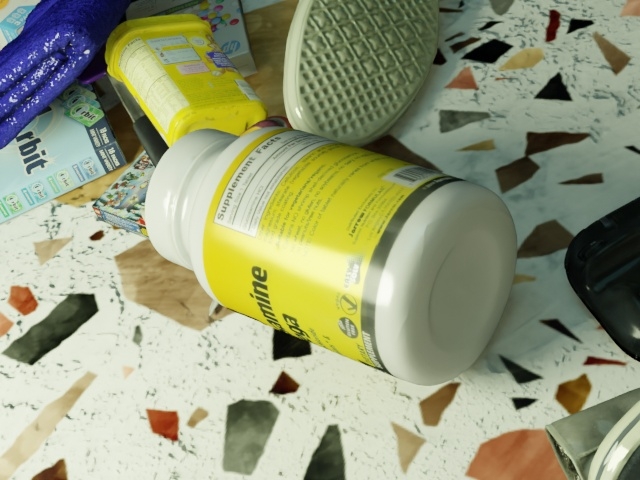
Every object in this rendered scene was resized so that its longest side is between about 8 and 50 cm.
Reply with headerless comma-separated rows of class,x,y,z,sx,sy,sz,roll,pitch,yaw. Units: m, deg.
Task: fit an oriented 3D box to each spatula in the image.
spatula,-0.215,-0.156,1.702,0.084,0.030,0.296,-30,49,-6

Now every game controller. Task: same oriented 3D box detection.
game controller,0.387,-0.008,1.349,0.319,0.067,0.166,-28,58,-5

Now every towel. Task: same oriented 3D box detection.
towel,-0.300,-0.248,1.714,0.228,0.076,0.308,-39,20,31

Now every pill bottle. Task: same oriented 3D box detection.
pill bottle,0.000,0.000,1.394,0.334,0.188,0.188,19,57,36

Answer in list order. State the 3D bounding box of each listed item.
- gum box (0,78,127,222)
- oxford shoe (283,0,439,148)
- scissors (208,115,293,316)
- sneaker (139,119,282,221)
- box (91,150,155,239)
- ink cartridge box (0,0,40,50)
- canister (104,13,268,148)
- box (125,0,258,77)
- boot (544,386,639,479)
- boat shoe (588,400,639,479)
gum box,-0.334,-0.106,1.739,0.184,0.041,0.157,-26,42,-3
oxford shoe,0.047,-0.273,1.698,0.130,0.169,0.449,-38,32,50
scissors,-0.047,-0.041,1.573,0.109,0.021,0.297,-5,45,18
sneaker,-0.111,-0.070,1.560,0.070,0.084,0.185,14,62,49
box,-0.175,-0.064,1.643,0.094,0.027,0.137,19,57,34
ink cartridge box,-0.406,-0.306,1.950,0.181,0.061,0.104,25,60,38
canister,-0.148,-0.172,1.645,0.126,0.073,0.170,-11,47,-31
box,-0.161,-0.247,1.810,0.145,0.038,0.186,-19,45,5
boot,0.285,0.123,1.229,0.209,0.076,0.189,-25,59,5
boat shoe,0.446,0.143,1.081,0.500,0.186,0.156,-13,38,3
